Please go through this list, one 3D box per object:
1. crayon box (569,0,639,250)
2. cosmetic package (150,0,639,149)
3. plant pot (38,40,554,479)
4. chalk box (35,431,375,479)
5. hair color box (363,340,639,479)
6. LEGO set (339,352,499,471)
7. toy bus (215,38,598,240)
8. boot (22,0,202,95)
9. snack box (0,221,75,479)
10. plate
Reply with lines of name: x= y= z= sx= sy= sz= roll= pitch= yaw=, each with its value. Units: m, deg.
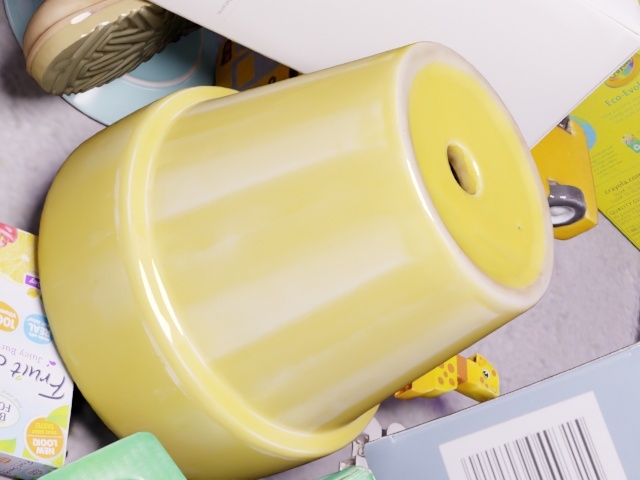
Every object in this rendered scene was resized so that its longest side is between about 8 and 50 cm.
crayon box: x=0.334 y=-0.123 z=1.178 sx=0.318 sy=0.202 sz=0.081 roll=42 pitch=44 yaw=-20
cosmetic package: x=0.018 y=-0.220 z=0.772 sx=0.365 sy=0.155 sz=0.197 roll=24 pitch=43 yaw=-23
plant pot: x=0.000 y=0.000 z=0.724 sx=0.254 sy=0.239 sz=0.254 roll=33 pitch=44 yaw=-40
chalk box: x=-0.049 y=0.237 z=0.610 sx=0.180 sy=0.179 sz=0.289 roll=-20 pitch=82 yaw=-49
hair color box: x=0.190 y=0.156 z=0.790 sx=0.374 sy=0.185 sz=0.113 roll=21 pitch=49 yaw=-65
LEGO set: x=0.082 y=0.084 z=0.898 sx=0.093 sy=0.087 sz=0.227 roll=28 pitch=51 yaw=-30
toy bus: x=0.083 y=-0.085 z=0.957 sx=0.333 sy=0.130 sz=0.108 roll=22 pitch=53 yaw=-38
boot: x=-0.192 y=-0.240 z=0.801 sx=0.269 sy=0.089 sz=0.236 roll=47 pitch=38 yaw=2
snack box: x=-0.192 y=0.058 z=0.681 sx=0.100 sy=0.037 sz=0.141 roll=24 pitch=51 yaw=-32
plate: x=-0.144 y=-0.165 z=0.869 sx=0.188 sy=0.024 sz=0.188 roll=23 pitch=53 yaw=-35
